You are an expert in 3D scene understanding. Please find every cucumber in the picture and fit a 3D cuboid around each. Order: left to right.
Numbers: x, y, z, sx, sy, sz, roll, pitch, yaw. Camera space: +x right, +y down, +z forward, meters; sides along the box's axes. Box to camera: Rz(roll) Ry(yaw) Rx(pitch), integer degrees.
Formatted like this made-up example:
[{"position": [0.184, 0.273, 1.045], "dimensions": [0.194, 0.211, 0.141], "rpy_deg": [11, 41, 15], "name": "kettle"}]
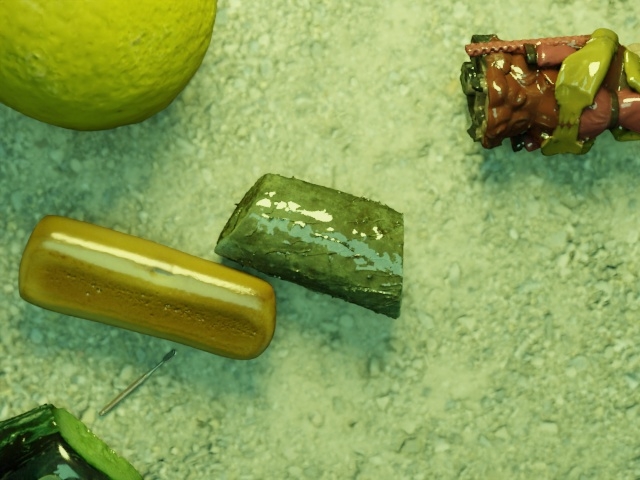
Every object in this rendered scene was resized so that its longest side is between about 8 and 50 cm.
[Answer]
[{"position": [-0.275, 0.225, 1.239], "dimensions": [0.193, 0.086, 0.115], "rpy_deg": [-19, 99, 6], "name": "cucumber"}]

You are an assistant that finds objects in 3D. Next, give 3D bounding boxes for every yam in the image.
[{"position": [0.000, 0.000, 1.216], "dimensions": [0.183, 0.107, 0.107], "rpy_deg": [17, 95, -2], "name": "yam"}]

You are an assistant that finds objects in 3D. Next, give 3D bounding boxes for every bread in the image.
[{"position": [-0.157, 0.044, 1.222], "dimensions": [0.239, 0.074, 0.092], "rpy_deg": [17, 116, -6], "name": "bread"}]

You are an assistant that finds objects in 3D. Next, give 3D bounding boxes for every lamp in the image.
[{"position": [0.257, -0.141, 1.209], "dimensions": [0.253, 0.118, 0.118], "rpy_deg": [-4, 97, -2], "name": "lamp"}]

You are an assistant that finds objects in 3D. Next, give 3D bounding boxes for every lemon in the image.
[{"position": [-0.203, -0.201, 1.120], "dimensions": [0.240, 0.240, 0.219], "rpy_deg": [-13, 121, -2], "name": "lemon"}]

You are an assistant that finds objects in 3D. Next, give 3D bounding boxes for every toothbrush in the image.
[{"position": [-0.176, 0.137, 1.265], "dimensions": [0.097, 0.008, 0.006], "rpy_deg": [-41, 83, 3], "name": "toothbrush"}]
